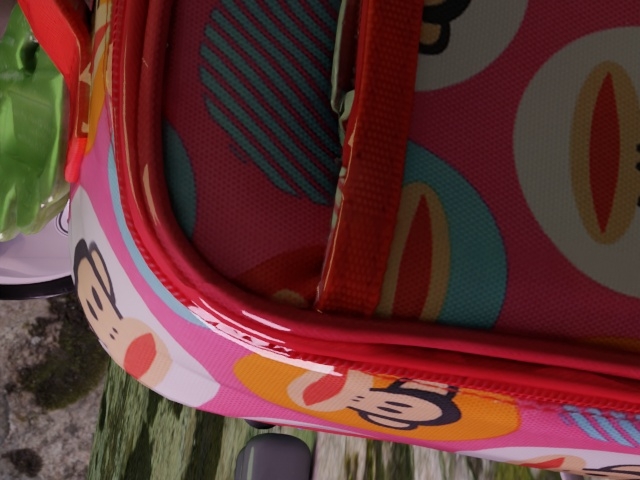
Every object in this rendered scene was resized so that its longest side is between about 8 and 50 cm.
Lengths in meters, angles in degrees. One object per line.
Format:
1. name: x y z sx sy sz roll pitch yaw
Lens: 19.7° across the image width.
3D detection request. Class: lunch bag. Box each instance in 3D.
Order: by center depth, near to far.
1. lunch bag: 0.043 -0.092 0.471 0.120 0.258 0.293 127 150 -68

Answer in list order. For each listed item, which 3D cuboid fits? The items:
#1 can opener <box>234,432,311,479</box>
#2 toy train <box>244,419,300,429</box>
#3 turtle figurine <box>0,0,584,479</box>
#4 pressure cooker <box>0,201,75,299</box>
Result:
1. can opener: -0.059 0.261 1.180 0.074 0.093 0.280 130 152 -71
2. toy train: -0.017 0.041 1.169 0.184 0.080 0.105 108 176 -47
3. turtle figurine: 0.000 0.000 0.610 0.274 0.266 0.198 -56 41 37
4. pressure cooker: -0.204 -0.157 1.297 0.420 0.375 0.370 -62 -48 -65
